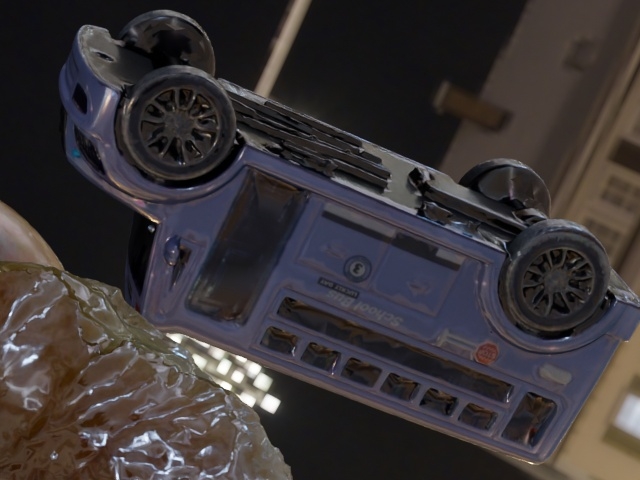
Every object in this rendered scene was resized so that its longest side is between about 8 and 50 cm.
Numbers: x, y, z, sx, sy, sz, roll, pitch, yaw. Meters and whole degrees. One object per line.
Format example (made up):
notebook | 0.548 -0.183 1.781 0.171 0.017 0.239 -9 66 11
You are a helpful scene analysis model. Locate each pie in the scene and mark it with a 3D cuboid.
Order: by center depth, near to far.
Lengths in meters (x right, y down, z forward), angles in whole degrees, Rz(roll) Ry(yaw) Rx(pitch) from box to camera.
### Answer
pie | -0.103 0.080 0.456 0.195 0.195 0.046 -48 -18 -31

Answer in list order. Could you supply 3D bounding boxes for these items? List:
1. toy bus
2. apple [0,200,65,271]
toy bus | 0.000 0.000 0.875 0.133 0.292 0.125 -64 17 14
apple | -0.230 0.061 0.953 0.164 0.209 0.209 48 -117 -21
